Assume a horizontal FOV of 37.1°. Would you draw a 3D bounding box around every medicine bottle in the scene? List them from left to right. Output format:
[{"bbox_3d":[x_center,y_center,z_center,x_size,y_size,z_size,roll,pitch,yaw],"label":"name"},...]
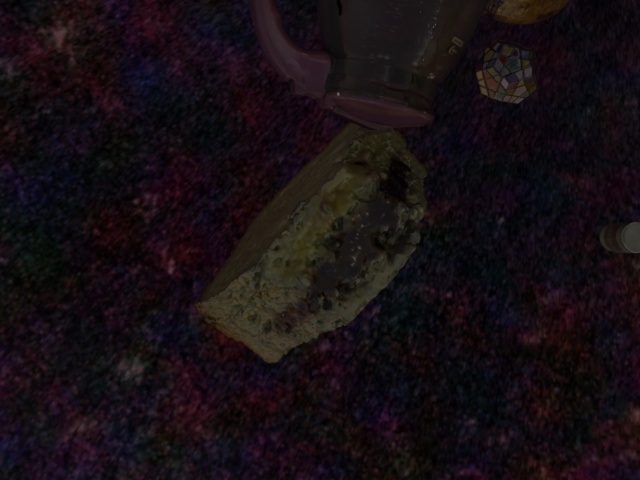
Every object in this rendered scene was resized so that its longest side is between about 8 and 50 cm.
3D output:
[{"bbox_3d":[0.455,-0.005,1.428,0.047,0.083,0.047,0,90,-7],"label":"medicine bottle"}]

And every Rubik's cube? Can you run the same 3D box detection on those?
[{"bbox_3d":[0.309,-0.278,1.571,0.111,0.093,0.111,-16,147,-11],"label":"Rubik's cube"}]

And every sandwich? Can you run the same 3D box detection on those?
[{"bbox_3d":[-0.001,0.000,1.104,0.131,0.325,0.262,44,111,-9],"label":"sandwich"}]

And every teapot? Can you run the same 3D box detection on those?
[{"bbox_3d":[0.037,-0.146,0.615,0.116,0.148,0.146,14,93,49],"label":"teapot"}]

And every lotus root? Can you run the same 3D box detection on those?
[{"bbox_3d":[0.291,-0.355,1.265,0.097,0.258,0.110,-5,112,38],"label":"lotus root"}]
